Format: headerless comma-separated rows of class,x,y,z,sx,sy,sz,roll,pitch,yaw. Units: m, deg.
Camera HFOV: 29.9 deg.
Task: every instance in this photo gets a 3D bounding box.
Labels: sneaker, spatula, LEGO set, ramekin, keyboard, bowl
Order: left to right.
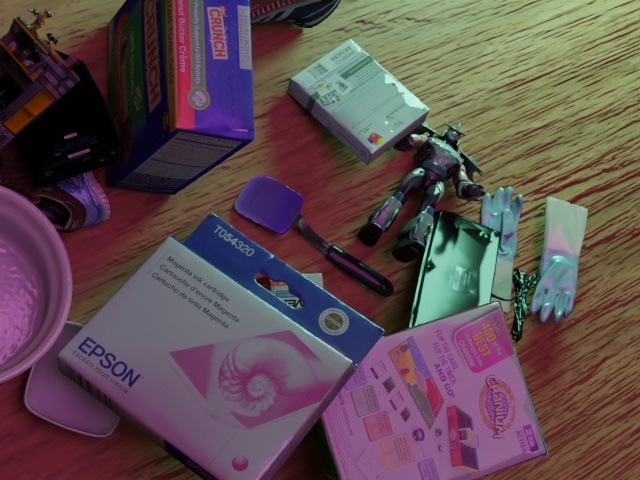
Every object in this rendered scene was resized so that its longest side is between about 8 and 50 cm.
ramekin,-0.469,0.071,1.560,0.277,0.135,0.277,5,72,-15
LEGO set,-0.465,-0.282,1.559,0.192,0.255,0.331,-42,61,-5
sneaker,-0.413,-0.067,1.657,0.188,0.071,0.066,23,98,-7
sneaker,-0.365,-0.090,1.717,0.073,0.063,0.162,-30,93,-26
bowl,-0.339,0.196,1.669,0.142,0.053,0.142,26,67,-21
sneaker,-0.092,-0.385,1.918,0.282,0.153,0.099,-12,86,1
spatula,0.000,0.000,1.903,0.296,0.030,0.084,36,62,-15
keyboard,0.251,0.084,1.929,0.201,0.033,0.317,23,43,-3

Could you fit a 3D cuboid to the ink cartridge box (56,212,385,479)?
ink cartridge box,-0.130,0.141,1.640,0.324,0.071,0.330,33,65,14

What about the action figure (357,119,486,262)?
action figure,0.177,-0.095,1.978,0.185,0.099,0.285,31,60,1

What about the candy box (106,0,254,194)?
candy box,-0.205,-0.231,1.685,0.122,0.317,0.268,4,76,-27

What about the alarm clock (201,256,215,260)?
alarm clock,-0.153,0.096,1.772,0.192,0.064,0.129,16,80,-14

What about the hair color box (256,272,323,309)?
hair color box,-0.040,0.136,1.838,0.093,0.053,0.167,-1,80,-28

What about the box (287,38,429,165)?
box,0.062,-0.227,1.944,0.186,0.038,0.145,43,60,15

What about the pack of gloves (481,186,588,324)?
pack of gloves,0.354,0.029,2.084,0.195,0.046,0.232,16,71,-9

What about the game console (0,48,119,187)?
game console,-0.472,-0.144,1.650,0.361,0.044,0.213,-19,59,-17

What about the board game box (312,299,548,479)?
board game box,0.147,0.245,1.736,0.316,0.064,0.242,-15,85,-17
